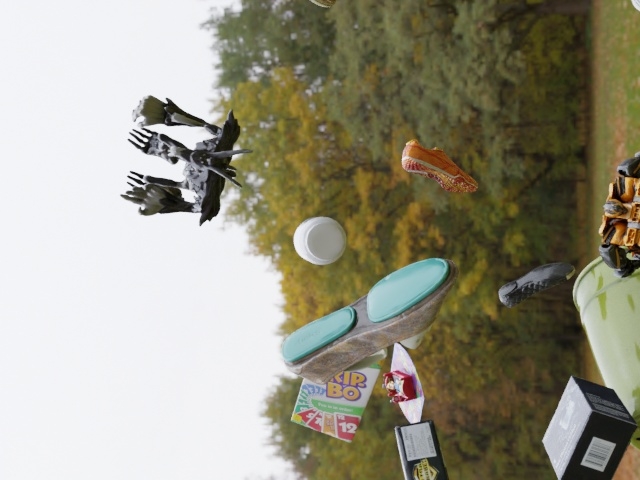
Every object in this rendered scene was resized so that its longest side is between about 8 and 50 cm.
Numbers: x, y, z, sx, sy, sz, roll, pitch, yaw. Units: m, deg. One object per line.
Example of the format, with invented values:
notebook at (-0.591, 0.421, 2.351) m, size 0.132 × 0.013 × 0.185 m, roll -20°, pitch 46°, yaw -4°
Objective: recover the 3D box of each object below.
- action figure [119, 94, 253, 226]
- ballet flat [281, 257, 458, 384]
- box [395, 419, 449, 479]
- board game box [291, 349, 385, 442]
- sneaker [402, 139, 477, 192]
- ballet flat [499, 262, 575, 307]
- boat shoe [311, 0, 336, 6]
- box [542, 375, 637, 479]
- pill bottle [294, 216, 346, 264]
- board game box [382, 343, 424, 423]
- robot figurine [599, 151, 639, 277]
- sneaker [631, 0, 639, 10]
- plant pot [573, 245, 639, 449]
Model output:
action figure at (-0.202, -0.104, 1.115) m, size 0.141 × 0.276 × 0.163 m, roll 12°, pitch -95°, yaw -30°
ballet flat at (0.088, 0.128, 1.213) m, size 0.106 × 0.316 × 0.107 m, roll 46°, pitch -150°, yaw -28°
box at (0.140, 0.347, 0.989) m, size 0.220 × 0.051 × 0.175 m, roll 76°, pitch -177°, yaw -50°
board game box at (0.031, 0.263, 1.463) m, size 0.039 × 0.124 × 0.259 m, roll -65°, pitch -7°, yaw -51°
sneaker at (0.239, -0.144, 1.578) m, size 0.175 × 0.064 × 0.067 m, roll 26°, pitch -115°, yaw -24°
ballet flat at (0.471, 0.094, 1.765) m, size 0.049 × 0.173 × 0.057 m, roll 50°, pitch -153°, yaw -31°
boat shoe at (-0.012, -0.499, 1.533) m, size 0.153 × 0.048 × 0.056 m, roll 39°, pitch -119°, yaw -40°
box at (0.504, 0.365, 1.531) m, size 0.158 × 0.093 × 0.155 m, roll -74°, pitch 3°, yaw -76°
pill bottle at (0.000, 0.000, 1.469) m, size 0.160 × 0.087 × 0.087 m, roll -172°, pitch 80°, yaw -84°
board game box at (0.152, 0.285, 1.562) m, size 0.168 × 0.033 × 0.133 m, roll 91°, pitch 159°, yaw -45°
robot figurine at (0.570, -0.030, 1.360) m, size 0.291 × 0.085 × 0.210 m, roll 11°, pitch -89°, yaw -41°
sneaker at (0.735, -0.478, 1.637) m, size 0.235 × 0.095 × 0.090 m, roll 56°, pitch 172°, yaw 33°
plant pot at (0.732, 0.242, 1.677) m, size 0.366 × 0.367 × 0.352 m, roll 70°, pitch -160°, yaw -48°
